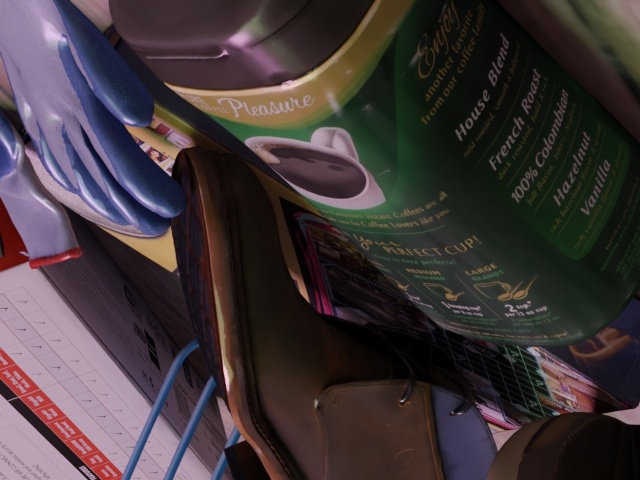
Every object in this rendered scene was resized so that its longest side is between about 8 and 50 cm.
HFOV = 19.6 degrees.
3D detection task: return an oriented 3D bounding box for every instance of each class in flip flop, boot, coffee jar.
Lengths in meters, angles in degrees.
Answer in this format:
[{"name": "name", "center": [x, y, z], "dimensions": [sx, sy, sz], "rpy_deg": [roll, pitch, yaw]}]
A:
[{"name": "flip flop", "center": [0.114, 0.131, 0.759], "dimensions": [0.080, 0.112, 0.277], "rpy_deg": [-14, 162, 25]}, {"name": "boot", "center": [0.009, 0.044, 0.717], "dimensions": [0.082, 0.106, 0.219], "rpy_deg": [-117, 13, -51]}, {"name": "coffee jar", "center": [0.023, -0.044, 0.574], "dimensions": [0.096, 0.079, 0.184], "rpy_deg": [6, 152, 49]}]

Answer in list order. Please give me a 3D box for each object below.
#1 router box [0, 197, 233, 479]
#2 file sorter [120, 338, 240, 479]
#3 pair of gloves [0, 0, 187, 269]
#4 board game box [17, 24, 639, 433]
[{"name": "router box", "center": [-0.233, 0.102, 0.983], "dimensions": [0.301, 0.082, 0.335], "rpy_deg": [-19, 149, 5]}, {"name": "file sorter", "center": [-0.010, 0.128, 0.882], "dimensions": [0.104, 0.118, 0.170], "rpy_deg": [24, -178, -32]}, {"name": "pair of gloves", "center": [-0.119, -0.064, 0.699], "dimensions": [0.159, 0.023, 0.198], "rpy_deg": [61, 155, -6]}, {"name": "board game box", "center": [0.000, 0.000, 0.762], "dimensions": [0.243, 0.042, 0.165], "rpy_deg": [33, 159, -15]}]
